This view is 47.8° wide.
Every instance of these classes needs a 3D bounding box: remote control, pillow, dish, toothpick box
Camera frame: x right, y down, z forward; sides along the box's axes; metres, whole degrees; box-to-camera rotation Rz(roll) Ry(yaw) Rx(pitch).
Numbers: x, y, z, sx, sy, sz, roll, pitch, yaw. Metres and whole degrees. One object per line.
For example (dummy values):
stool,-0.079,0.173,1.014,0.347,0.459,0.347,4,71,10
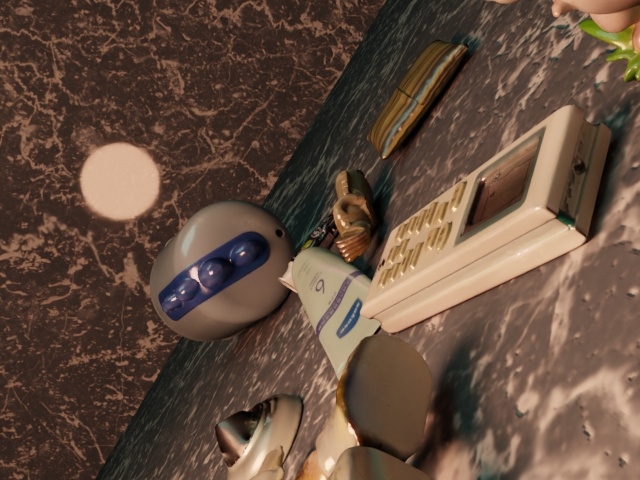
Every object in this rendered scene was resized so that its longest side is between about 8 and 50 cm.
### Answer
remote control,0.125,-0.005,0.623,0.277,0.055,0.103,-42,21,59
pillow,0.146,-0.230,1.153,0.208,0.052,0.212,-53,13,12
dish,-0.091,0.237,0.881,0.141,0.078,0.141,-55,11,16
toothpick box,-0.192,0.064,1.372,0.263,0.263,0.354,-63,13,-23

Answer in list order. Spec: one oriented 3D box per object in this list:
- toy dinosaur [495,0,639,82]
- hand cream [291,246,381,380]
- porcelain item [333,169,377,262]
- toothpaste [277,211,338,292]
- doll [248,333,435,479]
toy dinosaur,0.196,-0.204,0.525,0.194,0.177,0.152,-60,12,-14
hand cream,0.023,0.076,0.927,0.109,0.067,0.321,-57,18,5
porcelain item,0.048,-0.035,1.015,0.054,0.084,0.213,-26,20,13
toothpaste,0.000,0.000,1.227,0.193,0.045,0.071,-55,10,-11
doll,-0.060,0.250,0.541,0.423,0.161,0.348,-46,4,47
